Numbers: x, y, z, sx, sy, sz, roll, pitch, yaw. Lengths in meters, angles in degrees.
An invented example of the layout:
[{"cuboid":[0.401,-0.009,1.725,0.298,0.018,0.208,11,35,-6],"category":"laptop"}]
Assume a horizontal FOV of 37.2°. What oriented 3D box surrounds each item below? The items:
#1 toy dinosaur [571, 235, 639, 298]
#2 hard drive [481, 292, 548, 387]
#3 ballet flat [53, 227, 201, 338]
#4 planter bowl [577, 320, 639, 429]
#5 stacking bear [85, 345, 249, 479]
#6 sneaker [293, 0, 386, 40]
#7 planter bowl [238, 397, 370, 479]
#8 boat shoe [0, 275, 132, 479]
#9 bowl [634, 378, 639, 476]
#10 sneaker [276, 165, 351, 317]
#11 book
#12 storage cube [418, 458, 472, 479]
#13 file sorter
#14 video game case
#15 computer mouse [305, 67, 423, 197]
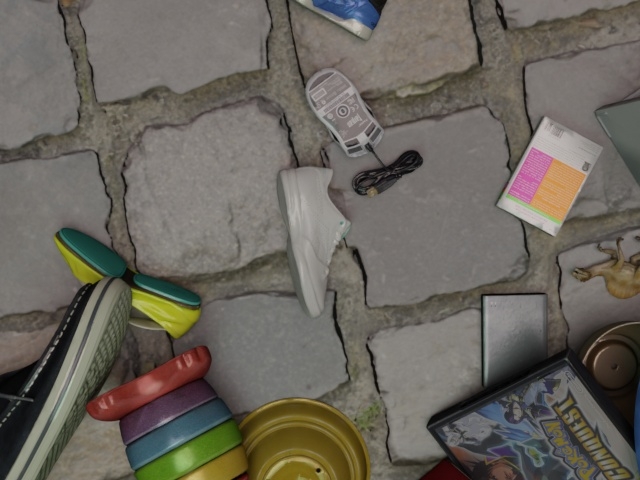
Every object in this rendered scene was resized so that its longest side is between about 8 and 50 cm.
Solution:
[{"cuboid":[0.455,0.046,1.367,0.183,0.053,0.093,16,109,4],"category":"toy dinosaur"},{"cuboid":[0.280,0.144,1.374,0.094,0.022,0.135,-1,95,-2],"category":"hard drive"},{"cuboid":[-0.279,0.068,1.329,0.231,0.077,0.077,28,107,-5],"category":"ballet flat"},{"cuboid":[0.428,0.185,1.339,0.162,0.109,0.162,0,95,-1],"category":"planter bowl"},{"cuboid":[-0.165,0.311,1.276,0.175,0.164,0.289,-27,82,-6],"category":"stacking bear"},{"cuboid":[0.019,-0.347,1.309,0.152,0.058,0.085,27,99,-8],"category":"sneaker"},{"cuboid":[-0.034,0.340,1.346,0.217,0.090,0.217,0,95,-2],"category":"planter bowl"},{"cuboid":[-0.415,0.247,1.272,0.156,0.187,0.500,34,103,0],"category":"boat shoe"},{"cuboid":[0.586,0.259,1.277,0.391,0.077,0.391,3,83,-29],"category":"bowl"},{"cuboid":[0.000,0.000,1.333,0.094,0.080,0.212,-8,93,-13],"category":"sneaker"},{"cuboid":[0.324,-0.091,1.354,0.096,0.035,0.144,29,93,-1],"category":"book"},{"cuboid":[0.174,0.444,1.304,0.193,0.215,0.184,-38,94,-5],"category":"storage cube"},{"cuboid":[0.521,-0.143,1.234,0.173,0.278,0.193,-34,95,-1],"category":"file sorter"},{"cuboid":[0.323,0.311,1.319,0.248,0.035,0.275,-35,96,34],"category":"video game case"},{"cuboid":[0.051,-0.158,1.337,0.106,0.042,0.193,-34,100,6],"category":"computer mouse"}]
